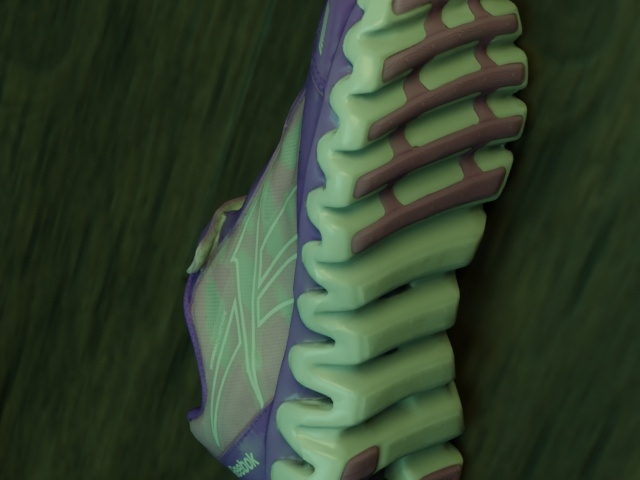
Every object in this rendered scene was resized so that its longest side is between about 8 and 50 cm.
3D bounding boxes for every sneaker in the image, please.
[{"bbox_3d":[0.000,0.000,0.553,0.104,0.095,0.236,27,118,38],"label":"sneaker"}]
